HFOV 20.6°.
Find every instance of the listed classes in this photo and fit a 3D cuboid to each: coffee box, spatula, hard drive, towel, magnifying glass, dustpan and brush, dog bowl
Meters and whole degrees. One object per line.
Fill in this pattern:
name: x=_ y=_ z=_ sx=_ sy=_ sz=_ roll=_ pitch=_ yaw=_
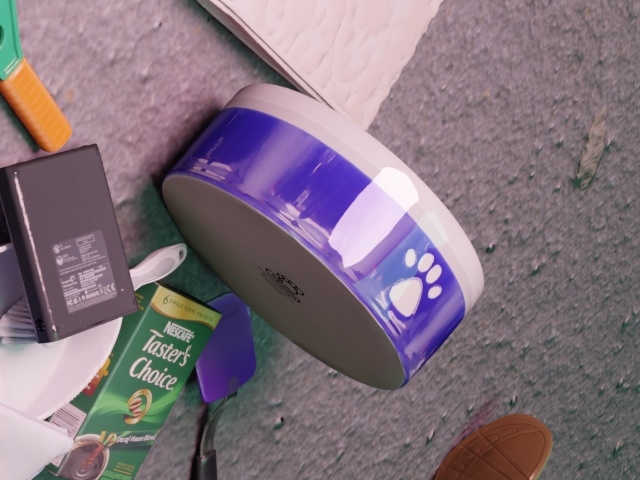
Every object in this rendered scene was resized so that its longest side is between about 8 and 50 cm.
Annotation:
coffee box: x=-0.165 y=0.123 z=1.512 sx=0.184 sy=0.040 sz=0.113 roll=-61 pitch=149 yaw=-3
spatula: x=-0.100 y=0.185 z=1.669 sx=0.084 sy=0.030 sz=0.296 roll=-29 pitch=135 yaw=-47
hard drive: x=-0.191 y=0.001 z=1.337 sx=0.094 sy=0.022 sz=0.135 roll=-20 pitch=99 yaw=-48
towel: x=0.042 y=-0.289 z=1.503 sx=0.332 sy=0.053 sz=0.317 roll=-59 pitch=150 yaw=-5
magnifying glass: x=-0.231 y=-0.138 z=1.237 sx=0.092 sy=0.026 sz=0.231 roll=-53 pitch=146 yaw=-17
dustpan and brush: x=-0.183 y=0.045 z=1.393 sx=0.211 sy=0.060 sz=0.147 roll=-39 pitch=127 yaw=-52
dog bowl: x=0.000 y=0.000 z=1.450 sx=0.104 sy=0.265 sz=0.265 roll=-50 pitch=147 yaw=-17

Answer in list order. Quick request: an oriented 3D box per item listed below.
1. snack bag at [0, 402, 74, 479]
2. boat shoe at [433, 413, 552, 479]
snack bag: x=-0.367 y=0.186 z=1.122 sx=0.323 sy=0.037 sz=0.342 roll=-43 pitch=142 yaw=7
boat shoe: x=0.176 y=0.331 z=2.140 sx=0.285 sy=0.104 sz=0.089 roll=-46 pitch=151 yaw=-8
